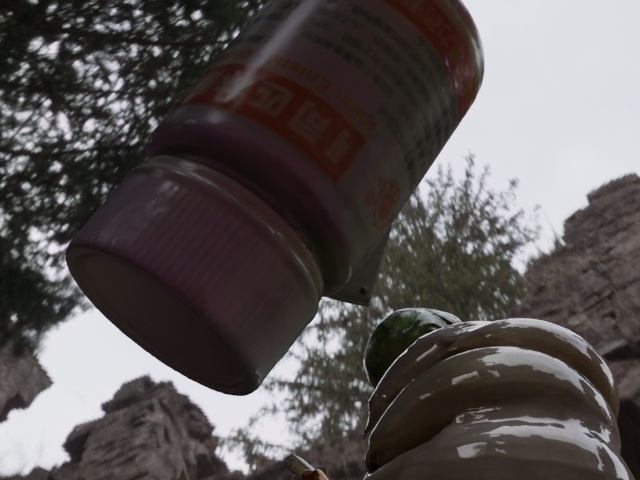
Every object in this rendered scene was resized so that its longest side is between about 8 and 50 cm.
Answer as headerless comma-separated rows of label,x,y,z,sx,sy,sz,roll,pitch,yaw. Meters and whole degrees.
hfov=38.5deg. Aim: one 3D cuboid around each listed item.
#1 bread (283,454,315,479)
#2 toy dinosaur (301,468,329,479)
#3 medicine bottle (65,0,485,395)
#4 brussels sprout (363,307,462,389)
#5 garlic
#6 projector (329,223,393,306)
bread,0.009,0.374,1.368,0.028,0.154,0.068,-49,-49,-12
toy dinosaur,0.043,0.316,0.710,0.117,0.070,0.288,-39,-110,34
medicine bottle,-0.030,-0.071,0.823,0.219,0.219,0.388,43,-115,-13
brussels sprout,0.128,0.147,1.146,0.155,0.155,0.117,-9,-68,4
garlic,0.115,0.162,0.620,0.203,0.281,0.184,8,-30,-3
projector,0.000,0.000,1.001,0.147,0.061,0.115,20,-98,-25
